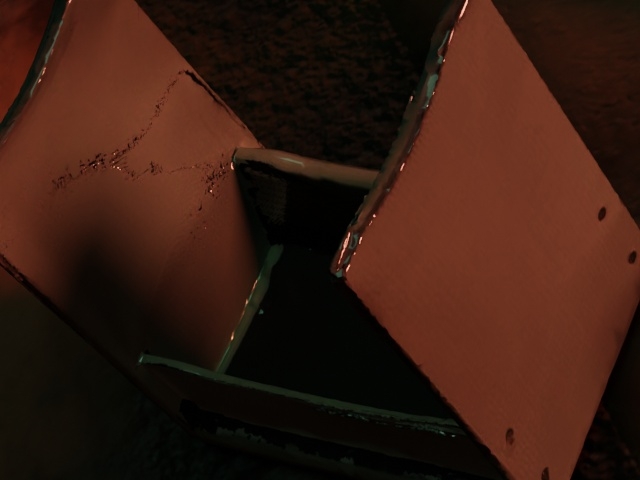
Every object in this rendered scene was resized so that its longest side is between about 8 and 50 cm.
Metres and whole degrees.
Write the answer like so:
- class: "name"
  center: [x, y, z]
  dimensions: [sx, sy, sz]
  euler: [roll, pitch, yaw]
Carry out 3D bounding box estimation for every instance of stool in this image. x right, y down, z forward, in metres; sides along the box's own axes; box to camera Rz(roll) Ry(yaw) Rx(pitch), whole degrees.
- class: "stool"
  center: [0.000, 0.000, 1.013]
  dimensions: [0.243, 0.270, 0.170]
  euler: [8, 65, 35]
